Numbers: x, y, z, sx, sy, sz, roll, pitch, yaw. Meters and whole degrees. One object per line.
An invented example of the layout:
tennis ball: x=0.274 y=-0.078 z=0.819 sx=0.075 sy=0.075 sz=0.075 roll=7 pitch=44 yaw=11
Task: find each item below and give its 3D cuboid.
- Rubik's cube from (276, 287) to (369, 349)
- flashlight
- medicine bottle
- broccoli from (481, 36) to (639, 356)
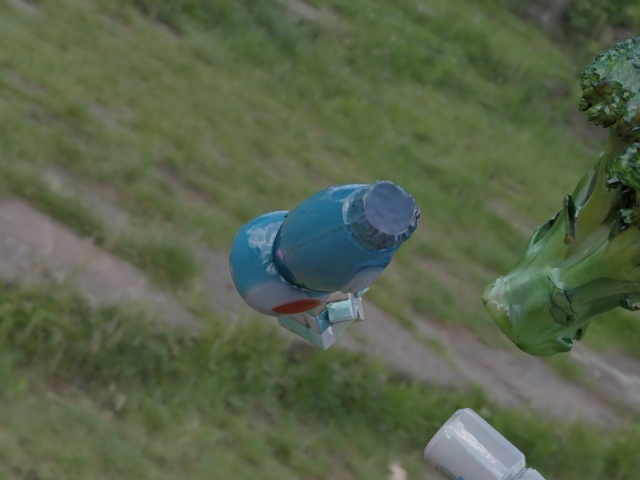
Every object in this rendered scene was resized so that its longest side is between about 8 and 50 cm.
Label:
Rubik's cube: x=0.005 y=0.040 z=1.307 sx=0.084 sy=0.073 sz=0.075 roll=34 pitch=-30 yaw=26
flashlight: x=0.000 y=0.000 z=0.673 sx=0.051 sy=0.051 sz=0.129 roll=26 pitch=-22 yaw=-15
medicine bottle: x=0.123 y=0.168 z=1.173 sx=0.089 sy=0.052 sz=0.052 roll=40 pitch=11 yaw=12
broccoli: x=0.237 y=-0.008 z=1.127 sx=0.254 sy=0.269 sz=0.269 roll=56 pitch=14 yaw=10
